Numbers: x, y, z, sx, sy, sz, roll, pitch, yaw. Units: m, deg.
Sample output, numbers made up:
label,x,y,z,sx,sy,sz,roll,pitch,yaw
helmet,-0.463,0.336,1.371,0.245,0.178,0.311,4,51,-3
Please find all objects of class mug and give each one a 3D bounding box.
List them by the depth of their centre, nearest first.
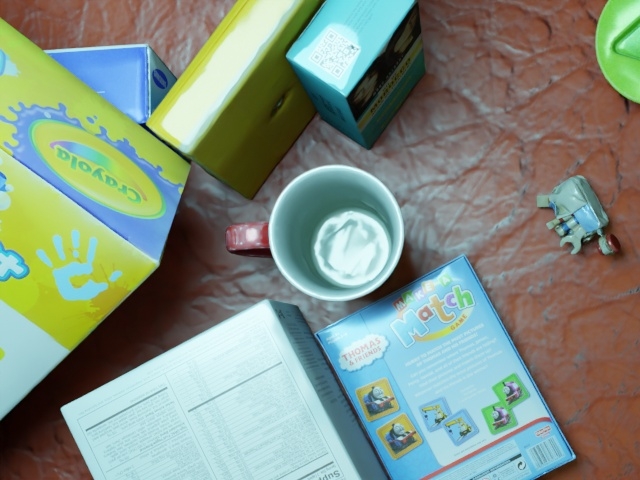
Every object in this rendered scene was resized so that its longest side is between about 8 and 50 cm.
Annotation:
label,x,y,z,sx,sy,sz,roll,pitch,yaw
mug,0.006,-0.008,1.027,0.150,0.169,0.113,27,89,8

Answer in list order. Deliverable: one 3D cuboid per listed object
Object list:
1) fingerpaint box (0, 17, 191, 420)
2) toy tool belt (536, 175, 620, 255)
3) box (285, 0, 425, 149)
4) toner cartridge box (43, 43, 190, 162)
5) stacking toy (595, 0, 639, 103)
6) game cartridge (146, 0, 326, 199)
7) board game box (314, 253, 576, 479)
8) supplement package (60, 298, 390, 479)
label,x,y,z,sx,sy,sz,roll,pitch,yaw
fingerpaint box,-0.396,-0.044,0.927,0.445,0.163,0.371,37,119,-19
toy tool belt,0.239,-0.015,1.068,0.051,0.052,0.083,-34,77,34
box,0.038,-0.154,0.998,0.060,0.244,0.100,36,90,8
toner cartridge box,-0.309,-0.115,1.073,0.348,0.165,0.075,-3,82,5
stacking toy,0.400,-0.258,1.065,0.279,0.130,0.309,-13,80,31
game cartridge,-0.008,-0.192,0.987,0.053,0.285,0.323,35,89,8
board game box,0.114,0.143,1.067,0.160,0.039,0.211,-28,83,3
supplement package,-0.057,0.213,0.998,0.198,0.199,0.262,-28,83,3
